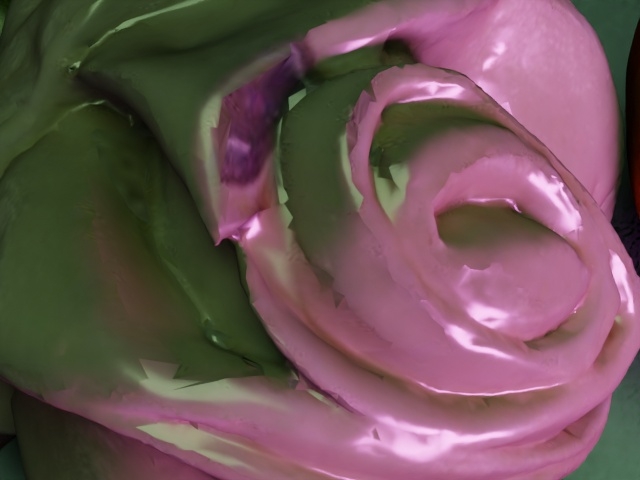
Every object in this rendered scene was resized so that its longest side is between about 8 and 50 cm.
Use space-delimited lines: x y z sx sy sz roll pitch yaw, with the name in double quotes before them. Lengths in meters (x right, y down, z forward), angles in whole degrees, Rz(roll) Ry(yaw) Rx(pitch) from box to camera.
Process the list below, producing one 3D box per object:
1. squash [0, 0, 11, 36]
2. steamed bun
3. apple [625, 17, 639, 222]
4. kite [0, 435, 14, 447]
"squash" -0.240 -0.143 1.066 0.331 0.087 0.087 30 66 7
"steamed bun" 0.000 0.000 0.889 0.342 0.255 0.367 26 72 -20
"apple" 0.281 -0.065 1.007 0.251 0.206 0.272 27 65 5
"kite" -0.185 0.096 1.004 0.078 0.002 0.044 -25 70 -17
